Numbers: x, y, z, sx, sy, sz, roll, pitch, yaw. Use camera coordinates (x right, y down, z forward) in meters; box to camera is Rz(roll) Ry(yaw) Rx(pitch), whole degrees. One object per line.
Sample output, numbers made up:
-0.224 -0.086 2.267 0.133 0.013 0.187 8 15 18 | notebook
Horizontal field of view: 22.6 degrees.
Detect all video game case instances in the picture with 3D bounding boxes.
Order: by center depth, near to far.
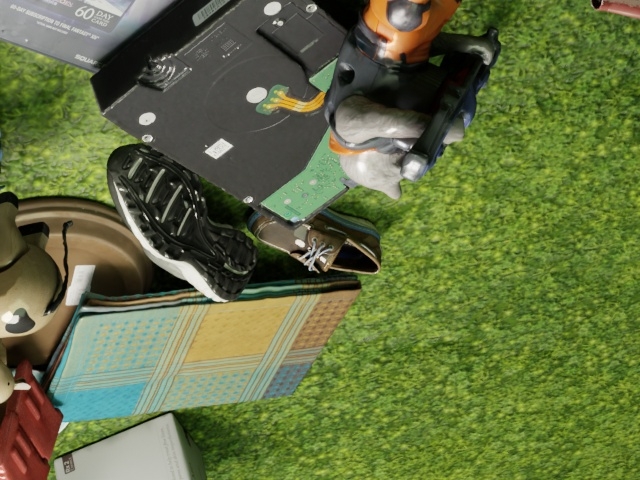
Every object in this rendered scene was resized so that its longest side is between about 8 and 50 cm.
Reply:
-0.200 -0.277 1.522 0.196 0.026 0.274 17 130 -37 | video game case

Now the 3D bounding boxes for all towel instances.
-0.157 0.134 1.974 0.370 0.040 0.271 -4 147 -29 | towel

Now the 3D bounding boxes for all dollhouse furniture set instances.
-0.397 0.322 1.958 0.201 0.152 0.374 -4 137 14 | dollhouse furniture set

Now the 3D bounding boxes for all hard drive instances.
-0.046 -0.152 1.686 0.237 0.064 0.339 -37 142 19 | hard drive

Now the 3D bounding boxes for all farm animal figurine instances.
-0.386 0.084 1.644 0.327 0.172 0.330 -26 147 26 | farm animal figurine

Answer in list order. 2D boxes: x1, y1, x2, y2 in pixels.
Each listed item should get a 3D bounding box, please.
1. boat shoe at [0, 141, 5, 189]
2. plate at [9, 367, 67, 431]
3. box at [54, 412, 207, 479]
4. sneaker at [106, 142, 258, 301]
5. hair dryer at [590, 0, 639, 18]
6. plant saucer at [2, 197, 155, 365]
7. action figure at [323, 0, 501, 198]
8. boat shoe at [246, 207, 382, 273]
-0.372 -0.094 1.614 0.109 0.089 0.258 -10 140 -12 | boat shoe
-0.404 0.212 2.017 0.188 0.024 0.188 -11 140 -9 | plate
-0.240 0.357 2.131 0.182 0.181 0.119 -22 142 4 | box
-0.172 -0.018 1.773 0.100 0.108 0.271 -62 147 -18 | sneaker
0.417 -0.328 1.704 0.293 0.080 0.223 -35 123 11 | hair dryer
-0.325 0.058 1.856 0.278 0.041 0.278 -12 140 -10 | plant saucer
0.087 -0.206 1.592 0.179 0.341 0.330 15 111 11 | action figure
0.000 0.000 1.899 0.183 0.066 0.066 9 133 -31 | boat shoe
